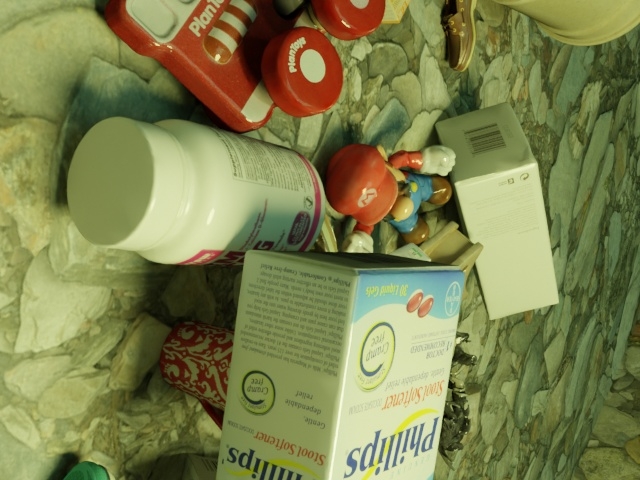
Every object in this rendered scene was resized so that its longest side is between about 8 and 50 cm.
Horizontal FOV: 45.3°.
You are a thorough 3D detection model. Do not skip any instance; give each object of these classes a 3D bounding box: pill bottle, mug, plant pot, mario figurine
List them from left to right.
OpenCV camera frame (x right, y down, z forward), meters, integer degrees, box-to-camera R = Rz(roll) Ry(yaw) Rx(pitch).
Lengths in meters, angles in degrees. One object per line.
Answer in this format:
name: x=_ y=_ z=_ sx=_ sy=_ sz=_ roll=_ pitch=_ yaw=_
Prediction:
pill bottle: x=-0.134 y=-0.050 z=0.883 sx=0.283 sy=0.160 sz=0.160 roll=6 pitch=94 yaw=-55
mug: x=-0.118 y=0.180 z=0.965 sx=0.113 sy=0.169 sz=0.150 roll=26 pitch=78 yaw=-56
mario figurine: x=0.131 y=-0.057 z=1.251 sx=0.320 sy=0.170 sz=0.198 roll=9 pitch=75 yaw=-60
plant pot: x=0.464 y=-0.560 z=1.501 sx=0.306 sy=0.334 sz=0.333 roll=-9 pitch=107 yaw=-43

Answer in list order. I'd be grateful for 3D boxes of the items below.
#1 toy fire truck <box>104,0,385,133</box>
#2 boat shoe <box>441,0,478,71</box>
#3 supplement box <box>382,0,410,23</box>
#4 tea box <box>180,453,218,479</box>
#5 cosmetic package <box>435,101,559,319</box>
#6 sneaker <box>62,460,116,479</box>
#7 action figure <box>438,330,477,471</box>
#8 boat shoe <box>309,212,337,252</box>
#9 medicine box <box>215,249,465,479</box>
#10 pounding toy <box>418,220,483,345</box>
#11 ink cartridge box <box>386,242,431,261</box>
toy fire truck: x=-0.083 y=-0.287 z=0.909 sx=0.254 sy=0.169 sz=0.302 roll=42 pitch=62 yaw=-31
boat shoe: x=0.255 y=-0.409 z=1.442 sx=0.060 sy=0.064 sz=0.177 roll=-3 pitch=102 yaw=-24
supplement box: x=0.109 y=-0.409 z=1.240 sx=0.062 sy=0.036 sz=0.098 roll=-63 pitch=143 yaw=-22
tea box: x=-0.035 y=0.482 z=1.002 sx=0.329 sy=0.220 sz=0.323 roll=12 pitch=89 yaw=-18
cosmetic package: x=0.355 y=-0.051 z=1.524 sx=0.217 sy=0.156 sz=0.385 roll=-95 pitch=167 yaw=-50
sneaker: x=-0.316 y=0.342 z=0.791 sx=0.275 sy=0.107 sz=0.110 roll=-53 pitch=129 yaw=-33
action figure: x=0.241 y=0.324 z=1.560 sx=0.164 sy=0.141 sz=0.275 roll=60 pitch=35 yaw=-47
boat shoe: x=0.000 y=0.000 z=1.181 sx=0.072 sy=0.068 sz=0.190 roll=-55 pitch=140 yaw=-49
medicine box: x=0.031 y=0.162 z=0.890 sx=0.263 sy=0.149 sz=0.289 roll=2 pitch=96 yaw=-56
pounding toy: x=0.246 y=0.108 z=1.450 sx=0.154 sy=0.155 sz=0.269 roll=-25 pitch=147 yaw=-38
ink cartridge box: x=0.070 y=0.107 z=1.249 sx=0.225 sy=0.056 sz=0.181 roll=-24 pitch=150 yaw=-53
